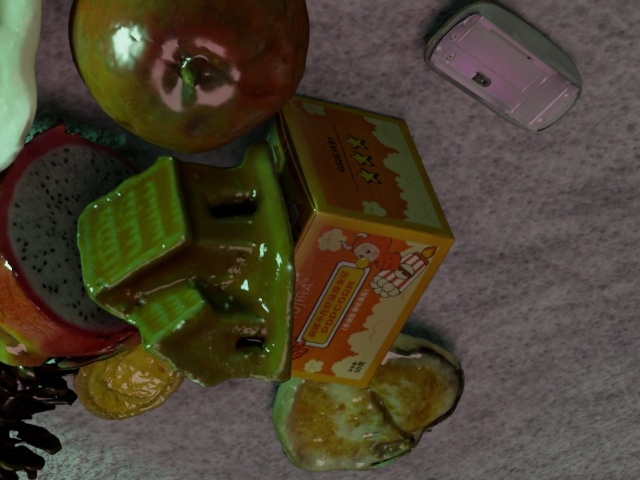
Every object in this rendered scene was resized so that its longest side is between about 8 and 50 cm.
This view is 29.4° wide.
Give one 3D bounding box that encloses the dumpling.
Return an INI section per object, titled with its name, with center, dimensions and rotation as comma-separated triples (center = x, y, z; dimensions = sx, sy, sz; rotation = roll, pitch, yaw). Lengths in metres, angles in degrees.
[dumpling]
center = -0.413, -0.193, 1.365
dimensions = 0.187, 0.243, 0.318
rotation = -9, 153, -49

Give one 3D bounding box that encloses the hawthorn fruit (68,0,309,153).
[hawthorn fruit]
center = -0.145, -0.216, 1.371
dimensions = 0.276, 0.298, 0.277
rotation = -4, 118, -8

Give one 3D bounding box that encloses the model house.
[model house]
center = -0.156, 0.035, 1.422
dimensions = 0.239, 0.268, 0.173
rotation = -1, 145, -21

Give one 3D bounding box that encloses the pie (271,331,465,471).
[pie]
center = 0.077, 0.265, 2.008
dimensions = 0.339, 0.077, 0.339
rotation = -6, 135, -7

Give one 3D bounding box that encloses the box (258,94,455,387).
[box]
center = 0.000, 0.000, 1.626
dimensions = 0.213, 0.260, 0.284
rotation = 11, 127, -21

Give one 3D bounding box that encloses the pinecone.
[pinecone]
center = -0.449, 0.209, 1.709
dimensions = 0.246, 0.246, 0.292
rotation = 26, 105, -32

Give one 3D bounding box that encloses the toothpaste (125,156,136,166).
[toothpaste]
center = -0.288, -0.036, 1.668
dimensions = 0.057, 0.035, 0.197
rotation = 26, 124, -3

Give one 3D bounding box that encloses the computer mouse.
[computer mouse]
center = 0.244, -0.231, 1.626
dimensions = 0.245, 0.056, 0.126
rotation = 26, 120, -33

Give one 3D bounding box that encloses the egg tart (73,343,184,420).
[egg tart]
center = -0.285, 0.183, 1.825
dimensions = 0.191, 0.074, 0.191
rotation = -16, 137, -16

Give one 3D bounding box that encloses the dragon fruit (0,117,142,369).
[dragon fruit]
center = -0.349, 0.023, 1.538
dimensions = 0.225, 0.305, 0.305
rotation = -25, 136, 36
